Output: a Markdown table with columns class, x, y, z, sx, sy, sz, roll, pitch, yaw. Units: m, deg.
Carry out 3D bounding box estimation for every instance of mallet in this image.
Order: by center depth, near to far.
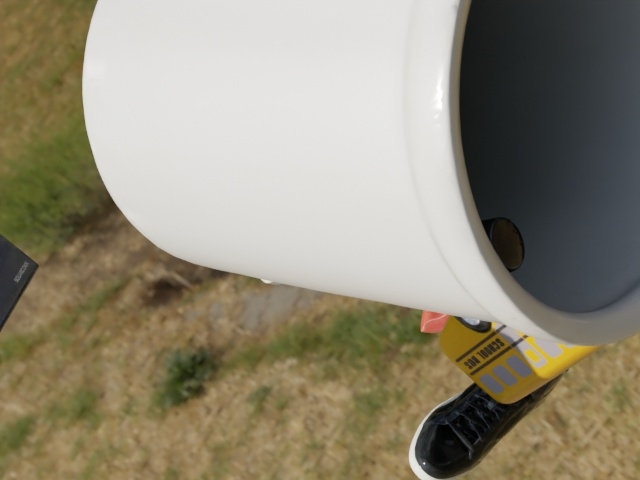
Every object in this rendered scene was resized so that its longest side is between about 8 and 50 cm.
| class | x | y | z | sx | sy | sz | roll | pitch | yaw |
| --- | --- | --- | --- | --- | --- | --- | --- | --- | --- |
| mallet | 0.069 | -0.058 | 0.895 | 0.062 | 0.039 | 0.190 | -31 | 80 | 42 |

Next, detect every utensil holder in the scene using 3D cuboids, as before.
| class | x | y | z | sx | sy | sz | roll | pitch | yaw |
| --- | --- | --- | --- | --- | --- | --- | --- | --- | --- |
| utensil holder | 0.056 | -0.107 | 1.001 | 0.385 | 0.327 | 0.328 | 6 | 63 | 46 |

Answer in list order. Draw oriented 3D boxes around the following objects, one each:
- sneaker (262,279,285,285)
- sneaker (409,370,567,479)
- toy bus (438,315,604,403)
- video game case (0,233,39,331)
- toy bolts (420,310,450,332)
| class | x | y | z | sx | sy | sz | roll | pitch | yaw |
| --- | --- | --- | --- | --- | --- | --- | --- | --- | --- |
| sneaker | 0.000 | 0.000 | 1.726 | 0.215 | 0.084 | 0.083 | -33 | -11 | -34 |
| sneaker | 0.187 | 0.170 | 1.489 | 0.217 | 0.079 | 0.121 | -34 | -19 | -34 |
| toy bus | 0.222 | 0.043 | 1.290 | 0.108 | 0.130 | 0.333 | -45 | -3 | -27 |
| video game case | -0.413 | -0.015 | 1.352 | 0.026 | 0.274 | 0.196 | -44 | 14 | 19 |
| toy bolts | 0.219 | 0.026 | 1.660 | 0.228 | 0.158 | 0.218 | -75 | -2 | -64 |
